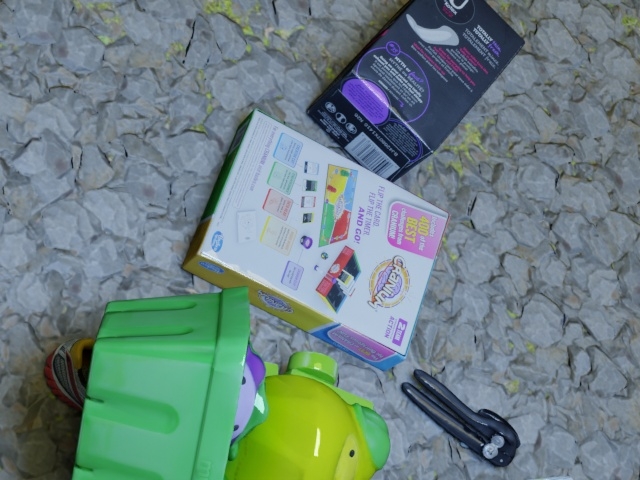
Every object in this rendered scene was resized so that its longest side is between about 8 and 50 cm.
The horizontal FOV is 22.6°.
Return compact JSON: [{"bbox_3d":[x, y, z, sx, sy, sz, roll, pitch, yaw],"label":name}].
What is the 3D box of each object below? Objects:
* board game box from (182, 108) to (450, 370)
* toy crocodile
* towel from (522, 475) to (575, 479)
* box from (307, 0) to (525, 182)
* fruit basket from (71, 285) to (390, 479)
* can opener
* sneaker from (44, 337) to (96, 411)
[{"bbox_3d":[0.000,0.000,2.150,0.316,0.064,0.242,28,60,-14],"label":"board game box"},{"bbox_3d":[-0.082,0.190,2.018,0.340,0.105,0.115,19,63,-23],"label":"toy crocodile"},{"bbox_3d":[0.193,0.480,1.994,0.320,0.090,0.374,0,68,-6],"label":"towel"},{"bbox_3d":[0.137,-0.233,2.268,0.165,0.143,0.270,45,57,-6],"label":"box"},{"bbox_3d":[-0.093,0.249,1.822,0.392,0.283,0.392,0,105,-2],"label":"fruit basket"},{"bbox_3d":[0.188,0.241,2.158,0.186,0.073,0.059,32,97,-8],"label":"can opener"},{"bbox_3d":[-0.234,0.205,1.931,0.225,0.093,0.088,41,56,-8],"label":"sneaker"}]
